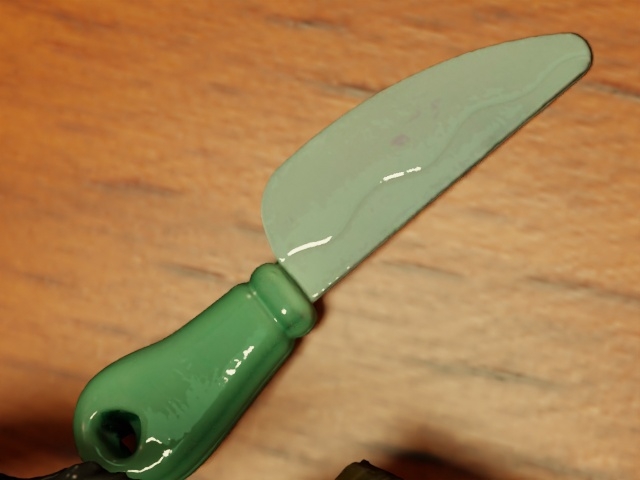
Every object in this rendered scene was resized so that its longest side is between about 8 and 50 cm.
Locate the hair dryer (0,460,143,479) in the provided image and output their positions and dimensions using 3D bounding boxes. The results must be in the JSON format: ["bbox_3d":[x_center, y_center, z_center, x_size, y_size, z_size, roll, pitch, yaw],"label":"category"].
[{"bbox_3d":[-0.151,0.134,0.614,0.359,0.120,0.303,-8,67,42],"label":"hair dryer"}]

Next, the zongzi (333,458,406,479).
[{"bbox_3d":[-0.062,0.209,0.580,0.154,0.317,0.289,30,97,26],"label":"zongzi"}]

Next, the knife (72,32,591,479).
[{"bbox_3d":[-0.001,-0.001,0.710,0.260,0.034,0.063,-45,74,2],"label":"knife"}]
